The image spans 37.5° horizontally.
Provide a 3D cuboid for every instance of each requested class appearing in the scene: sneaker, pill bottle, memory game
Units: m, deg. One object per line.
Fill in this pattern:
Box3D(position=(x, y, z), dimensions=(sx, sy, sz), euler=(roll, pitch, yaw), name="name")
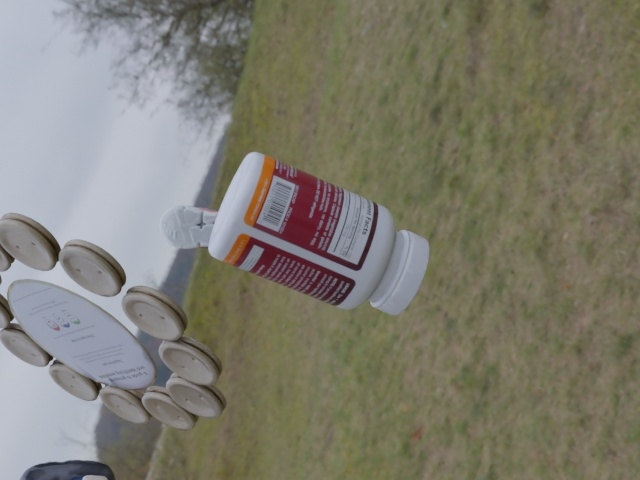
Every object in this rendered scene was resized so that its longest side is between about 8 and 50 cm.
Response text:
Box3D(position=(-0.092, -0.010, 1.027), dimensions=(0.065, 0.158, 0.061), euler=(-19, -57, -75), name="sneaker")
Box3D(position=(0.000, 0.000, 0.708), dimensions=(0.086, 0.152, 0.086), euler=(-61, 13, 25), name="pill bottle")
Box3D(position=(-0.135, 0.051, 0.540), dimensions=(0.012, 0.186, 0.186), euler=(-60, 0, -35), name="memory game")

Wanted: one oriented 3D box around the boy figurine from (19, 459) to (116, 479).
Box3D(position=(-0.168, 0.268, 0.674), dimensions=(0.285, 0.092, 0.177), euler=(-145, 63, -67), name="boy figurine")
